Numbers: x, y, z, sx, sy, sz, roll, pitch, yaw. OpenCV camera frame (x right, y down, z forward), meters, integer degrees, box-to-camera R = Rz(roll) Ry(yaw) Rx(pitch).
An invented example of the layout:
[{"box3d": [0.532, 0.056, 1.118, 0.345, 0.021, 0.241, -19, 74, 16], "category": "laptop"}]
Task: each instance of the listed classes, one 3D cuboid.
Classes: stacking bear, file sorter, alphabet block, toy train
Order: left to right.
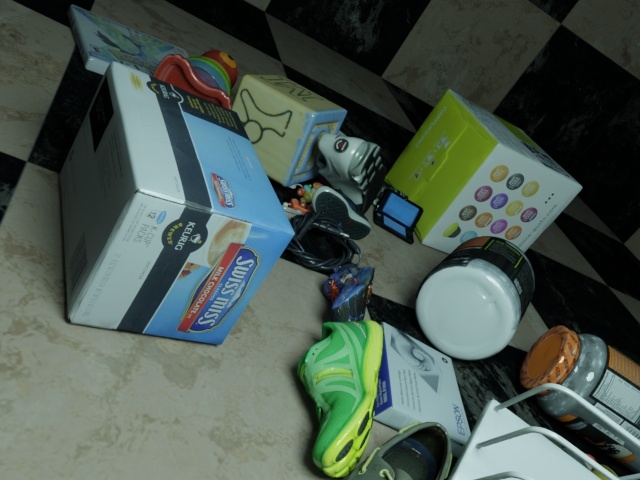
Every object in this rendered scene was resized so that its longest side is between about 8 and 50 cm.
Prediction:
[{"box3d": [-0.273, -0.361, 1.482, 0.175, 0.164, 0.289, 39, 28, -13], "category": "stacking bear"}, {"box3d": [-0.088, -0.261, 1.492, 0.197, 0.192, 0.193, 32, 22, 15], "category": "alphabet block"}, {"box3d": [-0.029, -0.100, 1.479, 0.125, 0.046, 0.166, 24, 28, -23], "category": "toy train"}, {"box3d": [0.266, 0.342, 0.772, 0.193, 0.173, 0.277, 37, 58, 4], "category": "file sorter"}]

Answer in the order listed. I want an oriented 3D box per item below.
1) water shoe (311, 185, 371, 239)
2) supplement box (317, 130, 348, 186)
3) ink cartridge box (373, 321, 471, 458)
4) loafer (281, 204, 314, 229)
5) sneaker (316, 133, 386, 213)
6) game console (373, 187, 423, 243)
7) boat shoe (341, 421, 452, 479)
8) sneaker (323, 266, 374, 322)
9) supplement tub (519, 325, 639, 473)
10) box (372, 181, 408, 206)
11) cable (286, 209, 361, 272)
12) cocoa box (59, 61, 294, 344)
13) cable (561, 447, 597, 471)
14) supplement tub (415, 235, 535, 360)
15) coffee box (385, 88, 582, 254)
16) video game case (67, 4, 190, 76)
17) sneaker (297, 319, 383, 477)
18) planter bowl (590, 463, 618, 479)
[{"box3d": [0.038, -0.072, 1.449, 0.203, 0.073, 0.080, 41, 20, -45], "category": "water shoe"}, {"box3d": [0.036, -0.218, 1.688, 0.220, 0.114, 0.111, 42, 27, 13], "category": "supplement box"}, {"box3d": [0.143, 0.238, 1.094, 0.224, 0.045, 0.223, 27, 26, -15], "category": "ink cartridge box"}, {"box3d": [-0.049, -0.042, 1.372, 0.125, 0.039, 0.045, 21, -3, -42], "category": "loafer"}, {"box3d": [0.067, -0.164, 1.507, 0.146, 0.122, 0.330, 26, -15, 16], "category": "sneaker"}, {"box3d": [0.207, -0.064, 1.674, 0.122, 0.071, 0.107, 29, 25, -10], "category": "game console"}, {"box3d": [0.087, 0.324, 0.821, 0.109, 0.091, 0.305, 42, 26, 16], "category": "boat shoe"}, {"box3d": [0.045, 0.102, 1.180, 0.087, 0.083, 0.221, 8, 12, 10], "category": "sneaker"}, {"box3d": [0.585, 0.323, 1.311, 0.316, 0.193, 0.193, 34, 25, -2], "category": "supplement tub"}, {"box3d": [0.190, -0.111, 1.744, 0.083, 0.062, 0.052, 33, 24, -5], "category": "box"}, {"box3d": [0.000, 0.000, 1.310, 0.184, 0.047, 0.150, -5, 60, -44], "category": "cable"}, {"box3d": [-0.228, -0.057, 0.941, 0.228, 0.231, 0.347, 17, 31, -35], "category": "cocoa box"}, {"box3d": [0.471, 0.411, 1.042, 0.287, 0.072, 0.139, 60, 5, -80], "category": "cable"}, {"box3d": [0.347, 0.108, 1.382, 0.207, 0.207, 0.338, 41, 26, 13], "category": "supplement tub"}, {"box3d": [0.444, -0.166, 1.828, 0.334, 0.337, 0.338, 20, 29, -29], "category": "coffee box"}, {"box3d": [-0.451, -0.460, 1.609, 0.329, 0.036, 0.300, 12, 33, -39], "category": "video game case"}, {"box3d": [0.021, 0.224, 0.937, 0.123, 0.109, 0.295, 8, 29, 7], "category": "sneaker"}, {"box3d": [0.386, 0.442, 0.925, 0.090, 0.217, 0.217, -4, 31, 0], "category": "planter bowl"}]
